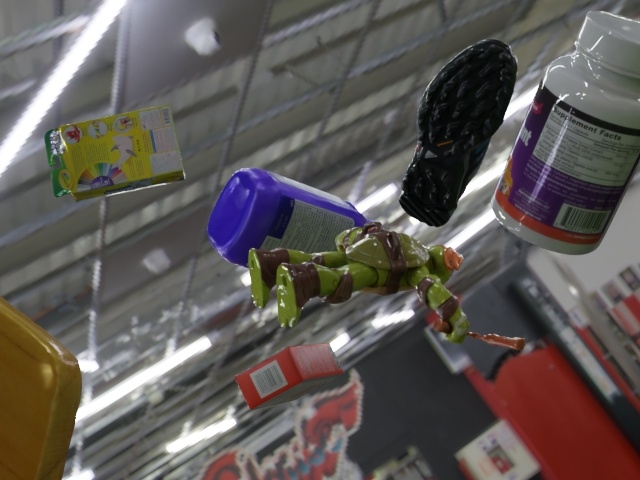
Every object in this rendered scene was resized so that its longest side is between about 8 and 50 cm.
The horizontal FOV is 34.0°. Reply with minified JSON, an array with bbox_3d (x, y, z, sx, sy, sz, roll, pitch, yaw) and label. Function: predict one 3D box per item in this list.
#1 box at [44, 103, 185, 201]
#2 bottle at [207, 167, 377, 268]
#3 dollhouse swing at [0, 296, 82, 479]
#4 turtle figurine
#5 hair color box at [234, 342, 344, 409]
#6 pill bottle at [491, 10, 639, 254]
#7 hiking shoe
[{"bbox_3d":[-0.284,-0.117,1.441,0.179,0.105,0.043,-11,-16,-7],"label":"box"},{"bbox_3d":[0.000,0.000,1.311,0.282,0.092,0.118,18,-72,-36],"label":"bottle"},{"bbox_3d":[-0.225,-0.044,0.455,0.305,0.315,0.347,-56,-21,-4],"label":"dollhouse swing"},{"bbox_3d":[0.055,0.033,0.994,0.217,0.269,0.087,-6,-61,-27],"label":"turtle figurine"},{"bbox_3d":[-0.032,0.149,1.162,0.072,0.043,0.141,-30,-13,14],"label":"hair color box"},{"bbox_3d":[0.231,-0.094,0.910,0.108,0.108,0.194,-19,-44,-49],"label":"pill bottle"},{"bbox_3d":[0.194,-0.166,1.468,0.132,0.113,0.304,-54,-9,-48],"label":"hiking shoe"}]
